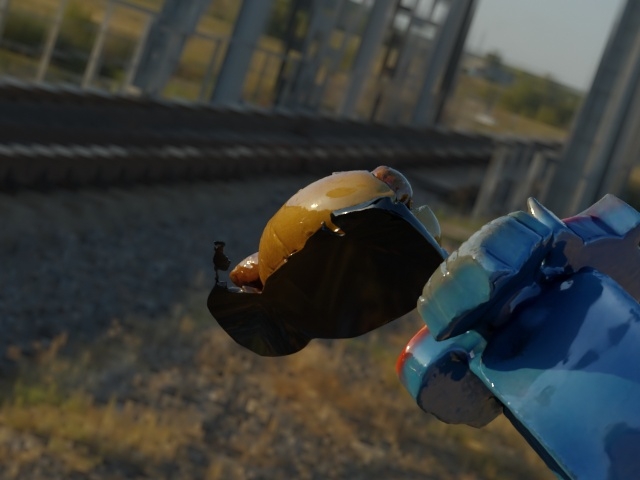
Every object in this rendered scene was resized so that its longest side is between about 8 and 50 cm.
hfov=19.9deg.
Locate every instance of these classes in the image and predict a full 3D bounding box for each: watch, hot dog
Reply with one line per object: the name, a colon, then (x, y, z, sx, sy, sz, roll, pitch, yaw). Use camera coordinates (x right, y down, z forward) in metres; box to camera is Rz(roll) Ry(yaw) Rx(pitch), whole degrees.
watch: (0.217, 0.111, 1.437, 0.274, 0.241, 0.305, 50, 2, 27)
hot dog: (0.006, 0.003, 1.871, 0.326, 0.107, 0.194, -17, -46, 40)
